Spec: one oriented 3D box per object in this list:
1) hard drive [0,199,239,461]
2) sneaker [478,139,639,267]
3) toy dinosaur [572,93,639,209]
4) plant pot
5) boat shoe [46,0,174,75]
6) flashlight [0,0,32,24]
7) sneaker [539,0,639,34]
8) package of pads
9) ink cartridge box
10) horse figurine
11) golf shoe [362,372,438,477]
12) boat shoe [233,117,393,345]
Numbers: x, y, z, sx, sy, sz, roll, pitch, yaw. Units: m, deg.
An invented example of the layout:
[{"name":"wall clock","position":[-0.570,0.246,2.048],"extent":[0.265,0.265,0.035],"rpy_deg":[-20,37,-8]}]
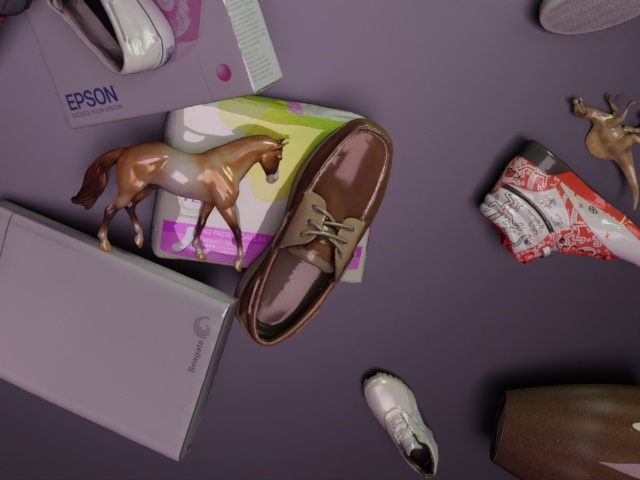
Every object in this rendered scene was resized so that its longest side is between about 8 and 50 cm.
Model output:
[{"name":"hard drive","position":[-0.305,0.118,1.337],"extent":[0.353,0.047,0.233],"rpy_deg":[22,105,11]},{"name":"sneaker","position":[0.353,-0.008,1.438],"extent":[0.270,0.090,0.145],"rpy_deg":[38,99,-12]},{"name":"toy dinosaur","position":[0.430,-0.143,1.438],"extent":[0.093,0.053,0.183],"rpy_deg":[-33,100,19]},{"name":"plant pot","position":[0.374,0.298,1.480],"extent":[0.231,0.215,0.215],"rpy_deg":[12,104,3]},{"name":"boat shoe","position":[-0.270,-0.292,1.126],"extent":[0.258,0.084,0.095],"rpy_deg":[47,132,8]},{"name":"flashlight","position":[-0.432,-0.223,1.231],"extent":[0.103,0.103,0.304],"rpy_deg":[30,116,-19]},{"name":"sneaker","position":[0.415,-0.401,1.335],"extent":[0.293,0.169,0.108],"rpy_deg":[-25,148,29]},{"name":"package of pads","position":[-0.070,-0.078,1.357],"extent":[0.297,0.101,0.229],"rpy_deg":[7,105,-10]},{"name":"ink cartridge box","position":[-0.232,-0.311,1.191],"extent":[0.324,0.071,0.330],"rpy_deg":[-5,113,38]},{"name":"horse figurine","position":[-0.183,-0.062,1.265],"extent":[0.263,0.066,0.174],"rpy_deg":[9,107,-4]},{"name":"golf shoe","position":[0.126,0.275,1.489],"extent":[0.069,0.086,0.176],"rpy_deg":[-35,105,5]},{"name":"boat shoe","position":[0.000,0.000,1.275],"extent":[0.123,0.116,0.324],"rpy_deg":[25,103,-14]}]
